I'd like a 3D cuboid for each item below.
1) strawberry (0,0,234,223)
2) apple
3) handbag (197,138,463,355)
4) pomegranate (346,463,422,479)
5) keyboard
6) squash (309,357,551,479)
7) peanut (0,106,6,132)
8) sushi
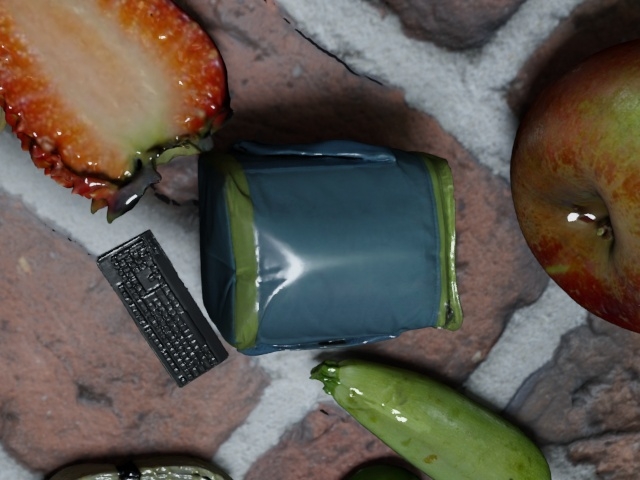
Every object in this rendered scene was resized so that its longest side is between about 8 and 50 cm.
[{"bbox_3d":[-0.240,-0.189,1.194,0.233,0.137,0.306,-42,106,-24],"label":"strawberry"},{"bbox_3d":[0.385,-0.059,1.285,0.277,0.348,0.349,-29,119,-24],"label":"apple"},{"bbox_3d":[0.000,0.000,1.254,0.241,0.263,0.222,-5,96,-14],"label":"handbag"},{"bbox_3d":[0.057,0.370,1.502,0.191,0.131,0.152,-19,119,2],"label":"pomegranate"},{"bbox_3d":[-0.181,0.083,1.379,0.074,0.015,0.196,-29,117,-2],"label":"keyboard"},{"bbox_3d":[0.146,0.234,1.476,0.370,0.118,0.118,36,100,-20],"label":"squash"},{"bbox_3d":[-0.451,-0.159,1.149,0.298,0.120,0.136,15,104,-24],"label":"peanut"},{"bbox_3d":[-0.232,0.304,1.416,0.272,0.134,0.109,13,96,-4],"label":"sushi"}]
